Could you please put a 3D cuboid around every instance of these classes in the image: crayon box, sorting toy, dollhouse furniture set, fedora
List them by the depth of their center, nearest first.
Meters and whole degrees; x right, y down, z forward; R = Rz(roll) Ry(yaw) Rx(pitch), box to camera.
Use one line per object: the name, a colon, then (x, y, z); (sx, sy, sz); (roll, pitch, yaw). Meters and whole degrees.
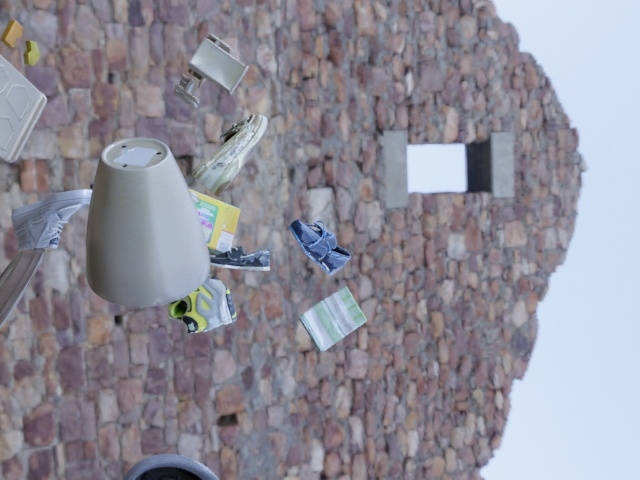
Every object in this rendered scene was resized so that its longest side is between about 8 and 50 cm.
sorting toy: (-0.796, -0.381, 1.728); (0.229, 0.041, 0.308); (51, 54, -58)
fedora: (-0.396, 0.675, 1.854); (0.124, 0.275, 0.244); (-126, -132, -80)
dollhouse furniture set: (-0.346, -0.538, 2.228); (0.212, 0.161, 0.242); (-59, -167, -8)
crayon box: (-0.415, -0.069, 2.293); (0.081, 0.278, 0.166); (-2, -109, 51)

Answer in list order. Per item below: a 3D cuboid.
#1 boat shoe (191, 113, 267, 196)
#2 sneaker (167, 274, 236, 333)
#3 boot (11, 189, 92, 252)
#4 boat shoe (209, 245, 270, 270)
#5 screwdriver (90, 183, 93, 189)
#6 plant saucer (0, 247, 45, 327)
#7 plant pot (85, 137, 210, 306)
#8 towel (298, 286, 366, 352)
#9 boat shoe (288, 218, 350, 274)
boat shoe: (-0.210, -0.226, 1.648); (0.104, 0.089, 0.285); (-44, -164, 43)
sneaker: (-0.377, 0.140, 1.920); (0.384, 0.147, 0.145); (25, -49, 55)
boot: (-0.665, -0.042, 1.726); (0.258, 0.095, 0.124); (-15, -98, 26)
boat shoe: (-0.277, 0.055, 2.237); (0.084, 0.232, 0.079); (-168, -98, -73)
screwdriver: (-0.684, -0.176, 2.267); (0.025, 0.169, 0.024); (-16, 108, -73)
plant saucer: (-0.658, 0.126, 1.402); (0.278, 0.041, 0.278); (-42, -154, 25)
plant pot: (-0.351, -0.054, 1.365); (0.256, 0.256, 0.274); (-122, -151, -48)
towel: (0.033, 0.203, 1.774); (0.113, 0.152, 0.023); (59, -13, -5)
boat shoe: (0.000, 0.000, 1.853); (0.109, 0.089, 0.258); (61, 10, 30)
